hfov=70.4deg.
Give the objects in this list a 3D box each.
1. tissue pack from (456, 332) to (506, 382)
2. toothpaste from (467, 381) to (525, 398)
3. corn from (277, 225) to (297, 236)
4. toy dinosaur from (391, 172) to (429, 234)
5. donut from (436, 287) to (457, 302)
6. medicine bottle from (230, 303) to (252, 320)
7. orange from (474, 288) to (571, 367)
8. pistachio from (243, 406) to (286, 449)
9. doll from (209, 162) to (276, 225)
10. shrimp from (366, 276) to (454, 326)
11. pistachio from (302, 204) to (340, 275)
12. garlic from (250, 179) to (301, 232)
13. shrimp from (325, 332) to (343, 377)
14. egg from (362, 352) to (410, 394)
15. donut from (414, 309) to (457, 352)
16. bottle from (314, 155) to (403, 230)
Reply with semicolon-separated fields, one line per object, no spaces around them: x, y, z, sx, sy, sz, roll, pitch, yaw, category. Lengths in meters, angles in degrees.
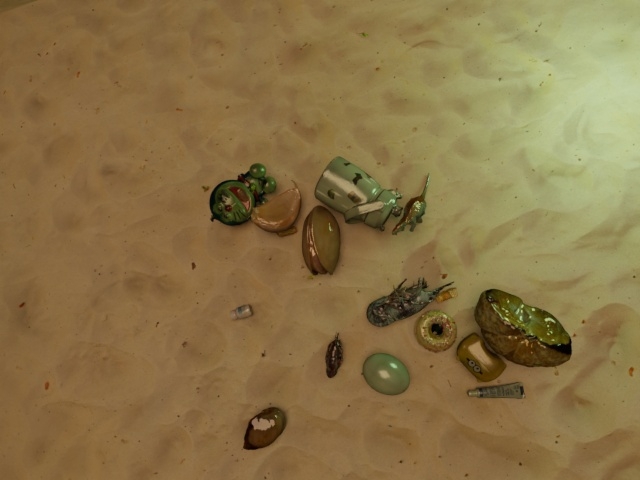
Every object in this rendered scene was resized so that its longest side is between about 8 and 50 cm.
0.612;0.457;1.755;0.127;0.123;0.178;-44;77;8;tissue pack
0.683;0.591;1.767;0.216;0.037;0.062;-5;79;3;toothpaste
-0.148;-0.040;1.998;0.092;0.037;0.037;-14;79;2;corn
0.391;-0.129;1.870;0.092;0.205;0.393;31;67;18;toy dinosaur
0.512;0.225;1.843;0.083;0.067;0.038;-25;93;-23;donut
-0.341;0.311;1.957;0.089;0.052;0.052;-20;78;5;medicine bottle
0.739;0.341;1.704;0.369;0.271;0.210;30;124;10;orange
-0.233;0.762;1.833;0.165;0.130;0.210;42;87;-27;pistachio
-0.350;-0.187;1.981;0.322;0.186;0.198;-36;103;-14;doll
0.348;0.228;1.811;0.372;0.172;0.137;-36;72;8;shrimp
0.000;0.000;1.895;0.162;0.181;0.293;0;87;25;pistachio
-0.175;-0.130;1.951;0.245;0.145;0.164;-38;121;-9;garlic
0.058;0.469;1.864;0.075;0.073;0.190;4;86;4;shrimp
0.258;0.526;1.782;0.192;0.149;0.149;28;85;5;egg
0.465;0.364;1.822;0.175;0.068;0.174;-2;79;9;donut
0.163;-0.170;1.893;0.352;0.229;0.229;34;87;9;bottle
